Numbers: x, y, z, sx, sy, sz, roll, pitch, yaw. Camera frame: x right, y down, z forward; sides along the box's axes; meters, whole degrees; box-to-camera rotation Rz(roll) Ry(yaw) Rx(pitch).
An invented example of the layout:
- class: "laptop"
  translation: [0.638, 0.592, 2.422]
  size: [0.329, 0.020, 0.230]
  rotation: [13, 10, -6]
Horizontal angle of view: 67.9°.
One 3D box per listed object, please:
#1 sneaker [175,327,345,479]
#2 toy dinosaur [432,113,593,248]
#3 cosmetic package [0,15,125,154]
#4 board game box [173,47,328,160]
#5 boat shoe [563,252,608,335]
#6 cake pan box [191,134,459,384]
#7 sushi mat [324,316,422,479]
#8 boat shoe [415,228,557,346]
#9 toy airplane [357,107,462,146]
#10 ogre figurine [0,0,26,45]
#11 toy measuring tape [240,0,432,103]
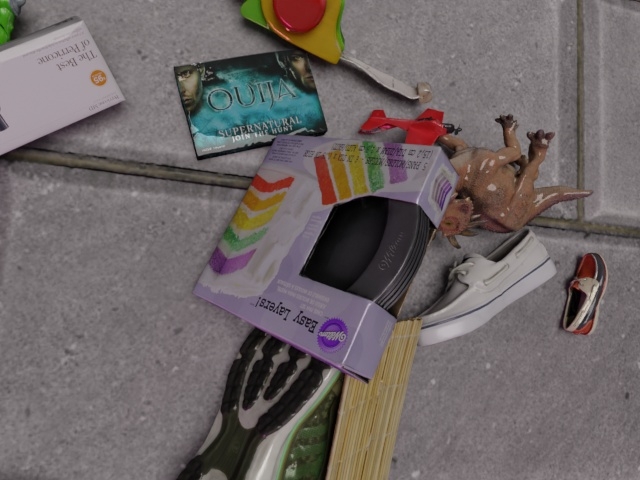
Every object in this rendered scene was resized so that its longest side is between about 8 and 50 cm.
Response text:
- class: "sneaker"
  translation: [-0.035, 0.246, 0.596]
  size: [0.182, 0.158, 0.411]
  rotation: [44, 70, -40]
- class: "toy dinosaur"
  translation: [0.243, -0.063, 0.691]
  size: [0.295, 0.127, 0.201]
  rotation: [17, 80, -18]
- class: "cosmetic package"
  translation: [-0.358, -0.158, 0.535]
  size: [0.239, 0.060, 0.099]
  rotation: [-32, 131, -16]
- class: "board game box"
  translation: [-0.093, -0.191, 0.654]
  size: [0.186, 0.026, 0.126]
  rotation: [-16, 89, -17]
- class: "boat shoe"
  translation: [0.423, 0.083, 0.766]
  size: [0.043, 0.049, 0.137]
  rotation: [14, 85, -12]
- class: "cake pan box"
  translation: [0.000, 0.000, 0.550]
  size: [0.070, 0.266, 0.246]
  rotation: [37, 76, -47]
- class: "sushi mat"
  translation: [0.055, 0.249, 0.581]
  size: [0.151, 0.019, 0.317]
  rotation: [4, 99, -49]
- class: "boat shoe"
  translation: [0.229, 0.061, 0.687]
  size: [0.267, 0.096, 0.088]
  rotation: [-25, 88, -18]
- class: "toy airplane"
  translation: [0.123, -0.162, 0.671]
  size: [0.151, 0.151, 0.028]
  rotation: [-25, 129, -17]
- class: "ogre figurine"
  translation: [-0.430, -0.280, 0.536]
  size: [0.197, 0.097, 0.118]
  rotation: [41, 93, 7]
- class: "toy measuring tape"
  translation: [0.034, -0.307, 0.652]
  size: [0.329, 0.121, 0.122]
  rotation: [22, 79, -12]
